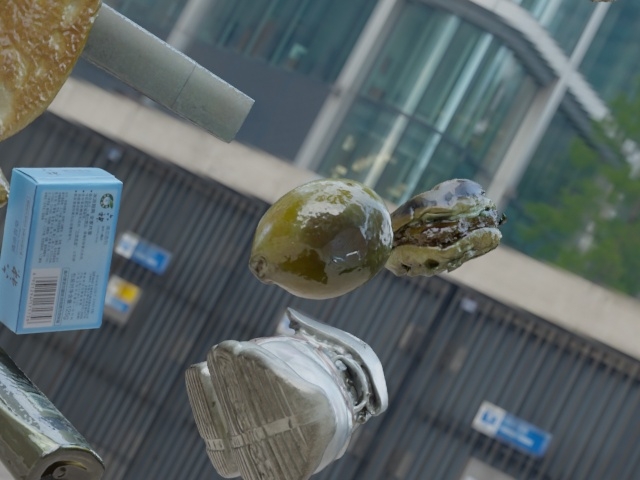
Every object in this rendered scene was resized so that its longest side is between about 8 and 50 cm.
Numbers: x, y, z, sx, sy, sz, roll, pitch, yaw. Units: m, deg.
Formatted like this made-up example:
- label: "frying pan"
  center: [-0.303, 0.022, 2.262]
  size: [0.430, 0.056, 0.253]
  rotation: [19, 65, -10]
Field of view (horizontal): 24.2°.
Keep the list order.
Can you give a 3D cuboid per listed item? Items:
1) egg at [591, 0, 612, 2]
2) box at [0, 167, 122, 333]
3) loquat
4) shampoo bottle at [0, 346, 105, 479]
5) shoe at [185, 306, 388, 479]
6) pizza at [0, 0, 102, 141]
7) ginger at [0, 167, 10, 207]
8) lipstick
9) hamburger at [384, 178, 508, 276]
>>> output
- label: "egg"
  center: [0.424, -0.522, 2.307]
  size: [0.279, 0.279, 0.310]
  rotation: [24, -42, 32]
- label: "box"
  center: [-0.381, 0.013, 2.160]
  size: [0.143, 0.232, 0.083]
  rotation: [-2, 19, -39]
- label: "loquat"
  center: [0.000, 0.000, 1.888]
  size: [0.152, 0.195, 0.152]
  rotation: [42, -36, 42]
- label: "shampoo bottle"
  center: [-0.391, 0.182, 1.786]
  size: [0.350, 0.084, 0.125]
  rotation: [39, 5, 37]
- label: "shoe"
  center: [-0.022, 0.165, 1.664]
  size: [0.351, 0.198, 0.171]
  rotation: [-7, -79, 70]
- label: "pizza"
  center: [-0.321, -0.196, 1.582]
  size: [0.056, 0.271, 0.134]
  rotation: [20, -14, 42]
- label: "ginger"
  center: [-0.516, -0.130, 2.157]
  size: [0.148, 0.081, 0.333]
  rotation: [20, -53, 51]
- label: "lipstick"
  center: [-0.220, -0.216, 1.750]
  size: [0.317, 0.068, 0.066]
  rotation: [30, 0, -37]
- label: "hamburger"
  center: [0.171, -0.023, 2.247]
  size: [0.183, 0.130, 0.206]
  rotation: [-15, 6, -26]
